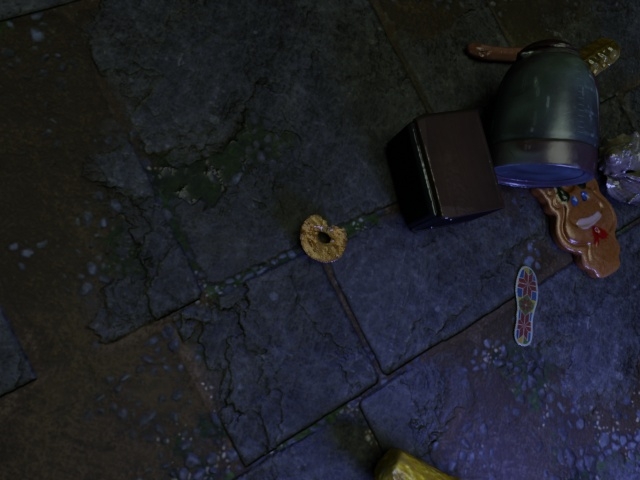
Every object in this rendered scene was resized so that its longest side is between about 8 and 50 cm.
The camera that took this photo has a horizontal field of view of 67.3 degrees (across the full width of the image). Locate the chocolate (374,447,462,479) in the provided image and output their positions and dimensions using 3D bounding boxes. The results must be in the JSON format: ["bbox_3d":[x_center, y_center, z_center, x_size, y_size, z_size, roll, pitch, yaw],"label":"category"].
[{"bbox_3d":[0.293,0.577,0.938,0.445,0.162,0.162,40,72,-4],"label":"chocolate"}]

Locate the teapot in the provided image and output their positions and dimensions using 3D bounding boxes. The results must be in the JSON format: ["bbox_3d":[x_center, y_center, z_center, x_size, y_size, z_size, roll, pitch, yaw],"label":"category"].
[{"bbox_3d":[0.540,-0.287,1.108,0.314,0.233,0.313,9,87,-30],"label":"teapot"}]

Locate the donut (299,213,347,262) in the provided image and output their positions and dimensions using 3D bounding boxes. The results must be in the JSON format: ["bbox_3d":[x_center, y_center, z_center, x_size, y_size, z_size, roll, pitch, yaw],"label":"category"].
[{"bbox_3d":[0.000,0.000,1.026,0.108,0.043,0.097,34,72,-8],"label":"donut"}]

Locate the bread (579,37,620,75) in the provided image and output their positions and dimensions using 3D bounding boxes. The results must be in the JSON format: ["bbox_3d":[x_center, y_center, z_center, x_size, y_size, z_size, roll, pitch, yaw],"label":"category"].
[{"bbox_3d":[0.665,-0.439,1.277,0.367,0.077,0.084,-35,92,-18],"label":"bread"}]

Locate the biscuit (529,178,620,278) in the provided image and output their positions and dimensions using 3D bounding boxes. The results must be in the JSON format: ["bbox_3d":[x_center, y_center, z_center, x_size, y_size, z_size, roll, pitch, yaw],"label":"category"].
[{"bbox_3d":[0.661,-0.067,1.222,0.201,0.047,0.334,-21,86,-18],"label":"biscuit"}]

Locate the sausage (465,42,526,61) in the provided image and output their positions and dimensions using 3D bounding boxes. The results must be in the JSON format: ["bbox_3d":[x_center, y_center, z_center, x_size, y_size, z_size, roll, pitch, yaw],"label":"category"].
[{"bbox_3d":[0.465,-0.488,1.250,0.186,0.043,0.043,-2,80,-16],"label":"sausage"}]

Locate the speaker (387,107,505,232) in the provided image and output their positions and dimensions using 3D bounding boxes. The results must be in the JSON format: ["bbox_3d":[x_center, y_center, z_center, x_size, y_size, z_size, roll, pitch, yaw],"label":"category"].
[{"bbox_3d":[0.275,-0.154,1.074,0.192,0.153,0.231,-11,83,-17],"label":"speaker"}]

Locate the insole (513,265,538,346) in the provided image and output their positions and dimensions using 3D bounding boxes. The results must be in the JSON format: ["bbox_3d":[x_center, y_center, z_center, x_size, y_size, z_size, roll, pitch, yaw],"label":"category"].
[{"bbox_3d":[0.491,0.156,1.153,0.065,0.006,0.194,14,76,-12],"label":"insole"}]

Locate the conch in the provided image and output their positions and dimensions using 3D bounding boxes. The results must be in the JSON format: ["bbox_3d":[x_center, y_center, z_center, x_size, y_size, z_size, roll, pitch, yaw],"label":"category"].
[{"bbox_3d":[0.837,-0.183,1.265,0.245,0.163,0.179,6,111,-31],"label":"conch"}]
